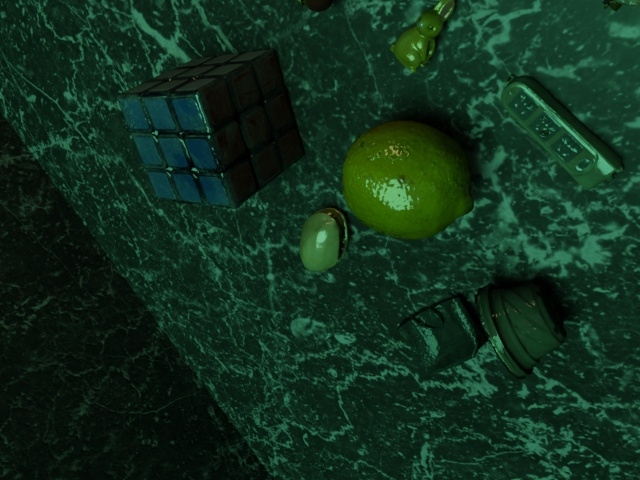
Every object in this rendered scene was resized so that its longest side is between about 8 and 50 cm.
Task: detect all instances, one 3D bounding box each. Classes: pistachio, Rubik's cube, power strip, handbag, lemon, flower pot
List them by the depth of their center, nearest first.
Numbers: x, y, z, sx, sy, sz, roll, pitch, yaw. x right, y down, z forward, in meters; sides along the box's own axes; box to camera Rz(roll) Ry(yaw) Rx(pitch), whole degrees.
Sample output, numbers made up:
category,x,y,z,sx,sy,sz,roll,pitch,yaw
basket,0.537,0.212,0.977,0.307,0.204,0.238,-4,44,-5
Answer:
category,x,y,z,sx,sy,sz,roll,pitch,yaw
power strip,0.462,-0.215,1.204,0.286,0.048,0.080,46,138,3
lemon,0.190,-0.129,1.340,0.310,0.258,0.258,22,133,30
flower pot,0.469,0.188,1.415,0.140,0.235,0.235,-29,101,24
Rubik's cube,-0.271,-0.288,1.571,0.301,0.303,0.305,9,125,36
handbag,0.327,0.255,1.668,0.175,0.088,0.270,53,139,4
pistachio,0.000,0.000,1.708,0.145,0.117,0.201,34,137,21

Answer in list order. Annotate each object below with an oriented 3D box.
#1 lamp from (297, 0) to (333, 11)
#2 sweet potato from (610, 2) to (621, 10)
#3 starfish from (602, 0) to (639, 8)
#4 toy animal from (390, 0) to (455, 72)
category,x,y,z,sx,sy,sz,roll,pitch,yaw
lamp,-0.014,-0.538,1.317,0.101,0.090,0.101,54,180,1
sweet potato,0.400,-0.502,0.991,0.124,0.098,0.310,-23,104,26
starfish,0.651,-0.305,0.908,0.384,0.132,0.398,46,147,-3
toy animal,0.209,-0.425,1.238,0.083,0.070,0.159,42,134,8
